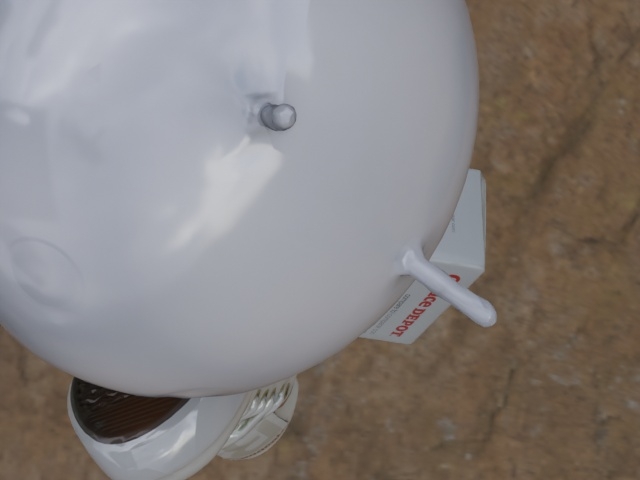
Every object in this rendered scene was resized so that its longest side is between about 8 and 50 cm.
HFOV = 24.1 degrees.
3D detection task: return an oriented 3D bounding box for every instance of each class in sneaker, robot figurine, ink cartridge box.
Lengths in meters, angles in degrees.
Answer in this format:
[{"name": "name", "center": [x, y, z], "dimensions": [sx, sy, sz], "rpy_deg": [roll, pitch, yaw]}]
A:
[{"name": "sneaker", "center": [-0.049, 0.072, 0.774], "dimensions": [0.106, 0.290, 0.123], "rpy_deg": [-30, 104, 8]}, {"name": "robot figurine", "center": [-0.082, -0.070, 0.564], "dimensions": [0.353, 0.300, 0.200], "rpy_deg": [32, 96, 44]}, {"name": "ink cartridge box", "center": [0.000, 0.000, 1.102], "dimensions": [0.153, 0.208, 0.087], "rpy_deg": [126, 149, -58]}]
